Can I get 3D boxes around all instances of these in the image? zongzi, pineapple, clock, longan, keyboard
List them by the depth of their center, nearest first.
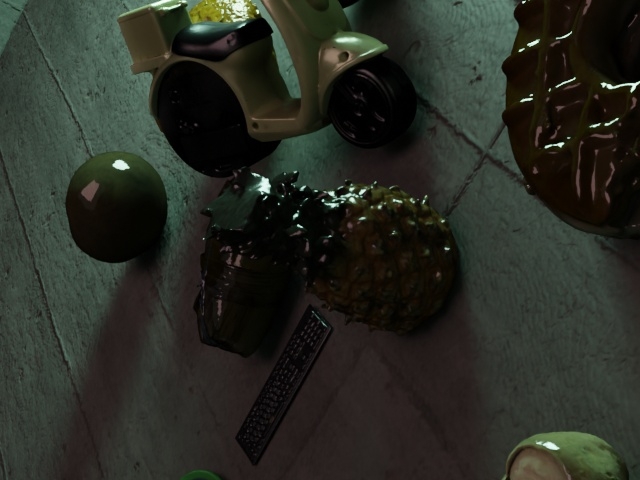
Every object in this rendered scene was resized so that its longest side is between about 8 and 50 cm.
[{"bbox_3d":[0.000,0.000,1.156,0.158,0.278,0.158,-32,49,47],"label":"pineapple"},{"bbox_3d":[-0.047,0.174,1.375,0.198,0.010,0.063,-61,34,12],"label":"keyboard"},{"bbox_3d":[-0.075,-0.219,1.401,0.379,0.276,0.120,-12,16,39],"label":"clock"},{"bbox_3d":[-0.113,0.022,1.483,0.221,0.112,0.242,-69,23,1],"label":"zongzi"},{"bbox_3d":[-0.320,-0.050,1.791,0.187,0.167,0.167,125,149,-45],"label":"longan"}]

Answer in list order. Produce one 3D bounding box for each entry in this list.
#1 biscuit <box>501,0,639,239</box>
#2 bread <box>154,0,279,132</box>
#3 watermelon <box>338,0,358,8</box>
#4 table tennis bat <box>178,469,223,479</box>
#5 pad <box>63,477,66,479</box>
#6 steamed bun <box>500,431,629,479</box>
[{"bbox_3d":[0.285,-0.187,0.990,0.366,0.115,0.268,-59,32,12],"label":"biscuit"},{"bbox_3d":[-0.150,-0.247,1.663,0.240,0.139,0.240,-34,45,42],"label":"bread"},{"bbox_3d":[-0.008,-0.396,1.473,0.212,0.212,0.212,-34,45,43],"label":"watermelon"},{"bbox_3d":[-0.186,0.361,1.452,0.257,0.039,0.160,10,78,56],"label":"table tennis bat"},{"bbox_3d":[-0.406,0.471,1.748,0.113,0.006,0.188,20,90,58],"label":"pad"},{"bbox_3d":[0.196,0.254,0.861,0.231,0.110,0.212,33,117,55],"label":"steamed bun"}]
